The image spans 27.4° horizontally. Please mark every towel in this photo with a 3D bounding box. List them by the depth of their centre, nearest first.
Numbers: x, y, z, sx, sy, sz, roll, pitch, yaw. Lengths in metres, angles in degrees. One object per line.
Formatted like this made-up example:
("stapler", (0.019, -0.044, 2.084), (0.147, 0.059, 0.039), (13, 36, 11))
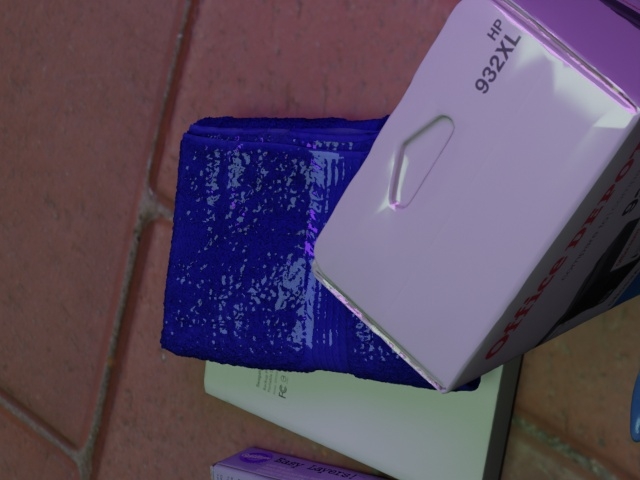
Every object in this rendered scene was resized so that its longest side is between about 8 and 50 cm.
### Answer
("towel", (0.000, 0.000, 1.106), (0.308, 0.076, 0.228), (3, 81, 31))

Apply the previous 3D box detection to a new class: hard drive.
("hard drive", (0.031, 0.092, 1.172), (0.307, 0.040, 0.203), (19, 110, 32))

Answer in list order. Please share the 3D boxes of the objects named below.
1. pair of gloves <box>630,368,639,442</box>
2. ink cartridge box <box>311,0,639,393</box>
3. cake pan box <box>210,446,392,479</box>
("pair of gloves", (0.321, 0.114, 0.976), (0.198, 0.023, 0.159), (-2, 99, 37))
("ink cartridge box", (0.167, -0.051, 0.874), (0.129, 0.307, 0.223), (43, 122, 21))
("cake pan box", (0.014, 0.346, 1.223), (0.245, 0.070, 0.267), (5, 103, 38))
